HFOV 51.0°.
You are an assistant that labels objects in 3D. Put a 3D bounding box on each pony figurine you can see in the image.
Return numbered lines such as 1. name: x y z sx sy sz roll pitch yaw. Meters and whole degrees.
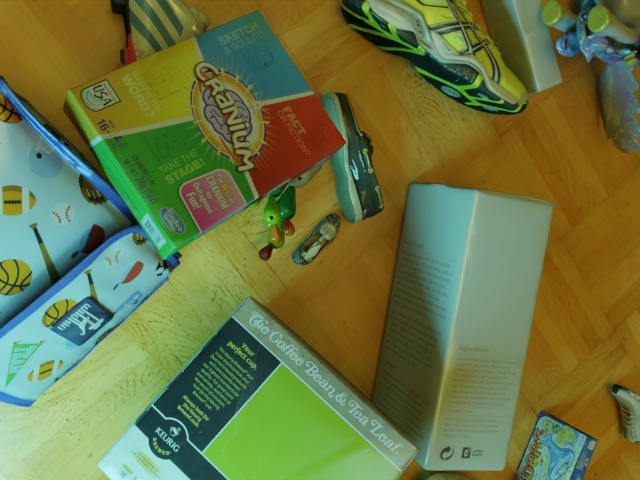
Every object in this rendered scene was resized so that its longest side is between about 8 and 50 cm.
1. pony figurine: 0.566 -0.372 1.200 0.363 0.302 0.351 7 69 -34

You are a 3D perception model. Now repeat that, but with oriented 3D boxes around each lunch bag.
1. lunch bag: -0.422 0.015 0.926 0.328 0.239 0.385 -43 124 -10

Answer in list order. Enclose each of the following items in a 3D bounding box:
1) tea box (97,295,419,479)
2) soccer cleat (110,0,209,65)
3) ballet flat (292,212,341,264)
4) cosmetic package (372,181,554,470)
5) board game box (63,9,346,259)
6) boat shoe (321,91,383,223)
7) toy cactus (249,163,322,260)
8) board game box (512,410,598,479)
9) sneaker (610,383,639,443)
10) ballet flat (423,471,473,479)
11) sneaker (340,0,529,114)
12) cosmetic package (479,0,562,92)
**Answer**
1. tea box: -0.084 0.316 1.020 0.329 0.220 0.323 42 83 8
2. soccer cleat: -0.232 -0.277 1.009 0.143 0.116 0.332 -6 98 -18
3. ballet flat: 0.000 0.000 1.166 0.114 0.041 0.041 -47 109 -9
4. cosmetic package: 0.233 0.136 1.166 0.161 0.230 0.454 7 95 -20
5. board game box: -0.150 -0.158 0.937 0.316 0.064 0.242 -35 92 -30
6. boat shoe: 0.056 -0.146 1.149 0.068 0.081 0.228 -19 110 -19
7. toy cactus: -0.070 -0.093 1.099 0.180 0.112 0.219 -36 121 -41
8. board game box: 0.455 0.459 1.332 0.035 0.136 0.201 23 88 -21
9. sneaker: 0.674 0.385 1.437 0.190 0.071 0.083 44 88 -19
10. ballet flat: 0.328 0.572 1.300 0.123 0.123 0.348 -46 113 -9
11. sneaker: 0.225 -0.349 1.147 0.384 0.145 0.147 31 87 -21
12. cosmetic package: 0.355 -0.387 1.211 0.060 0.099 0.239 -25 105 -17
